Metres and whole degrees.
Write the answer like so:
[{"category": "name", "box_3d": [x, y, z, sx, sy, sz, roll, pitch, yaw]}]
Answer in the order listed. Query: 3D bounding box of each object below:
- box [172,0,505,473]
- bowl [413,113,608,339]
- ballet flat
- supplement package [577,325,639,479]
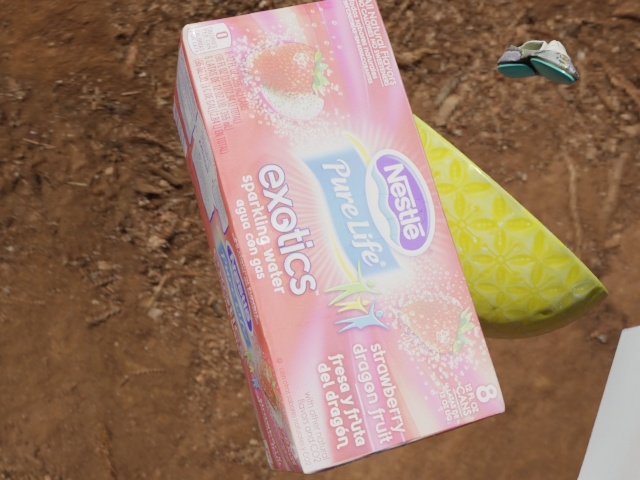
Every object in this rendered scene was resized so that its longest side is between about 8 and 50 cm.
[{"category": "box", "box_3d": [0.000, 0.000, 0.649, 0.142, 0.154, 0.300, -14, 80, -13]}, {"category": "bowl", "box_3d": [0.135, 0.012, 0.949, 0.289, 0.289, 0.156, 39, 98, -29]}, {"category": "ballet flat", "box_3d": [0.218, -0.180, 0.901, 0.041, 0.114, 0.041, -7, 105, -25]}, {"category": "supplement package", "box_3d": [0.250, 0.145, 0.355, 0.198, 0.262, 0.199, 28, 69, -11]}]
